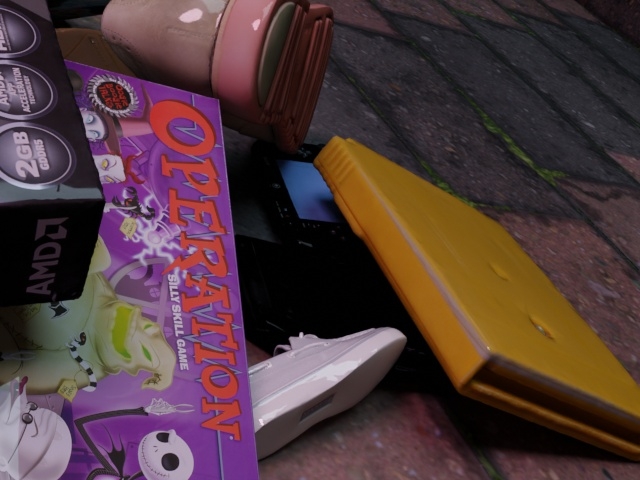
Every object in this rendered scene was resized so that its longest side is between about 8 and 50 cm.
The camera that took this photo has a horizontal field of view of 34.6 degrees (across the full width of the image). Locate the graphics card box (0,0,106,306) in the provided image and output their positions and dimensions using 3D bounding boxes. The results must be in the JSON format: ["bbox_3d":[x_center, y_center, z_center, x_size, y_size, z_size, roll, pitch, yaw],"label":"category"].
[{"bbox_3d":[-0.313,-0.066,0.504,0.370,0.094,0.233,-3,52,-28],"label":"graphics card box"}]

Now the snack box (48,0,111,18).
[{"bbox_3d":[-0.315,-0.254,0.991,0.187,0.060,0.322,3,10,37],"label":"snack box"}]

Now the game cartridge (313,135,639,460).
[{"bbox_3d":[0.150,0.047,0.953,0.285,0.053,0.324,25,21,-39],"label":"game cartridge"}]

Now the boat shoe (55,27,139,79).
[{"bbox_3d":[-0.271,-0.137,0.894,0.302,0.098,0.109,0,51,-46],"label":"boat shoe"}]

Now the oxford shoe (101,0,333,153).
[{"bbox_3d":[-0.077,-0.169,0.934,0.146,0.141,0.397,15,0,7],"label":"oxford shoe"}]

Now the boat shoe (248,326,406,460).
[{"bbox_3d":[-0.011,0.099,0.753,0.184,0.066,0.063,-28,58,-38],"label":"boat shoe"}]

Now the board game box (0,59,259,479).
[{"bbox_3d":[-0.148,0.034,0.633,0.208,0.056,0.347,14,52,-33],"label":"board game box"}]

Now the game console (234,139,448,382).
[{"bbox_3d":[0.000,0.000,0.964,0.213,0.044,0.361,14,30,-26],"label":"game console"}]
